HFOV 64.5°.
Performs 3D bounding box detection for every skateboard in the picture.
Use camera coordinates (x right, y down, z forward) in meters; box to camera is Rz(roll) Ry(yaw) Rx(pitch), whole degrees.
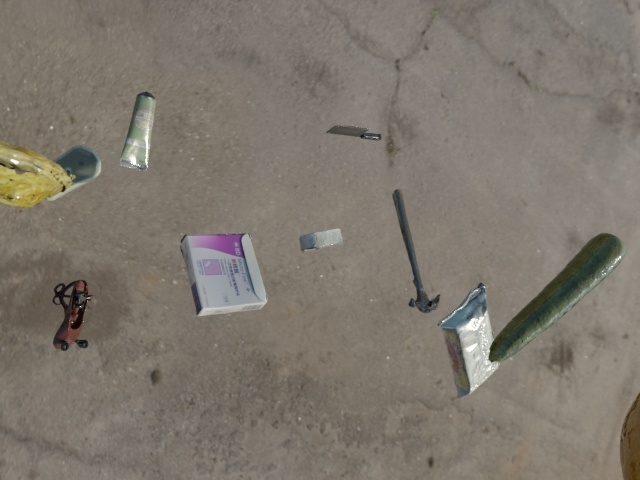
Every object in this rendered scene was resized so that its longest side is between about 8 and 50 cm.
[{"bbox_3d":[-0.532,0.156,1.075,0.067,0.080,0.151,27,71,-73],"label":"skateboard"}]

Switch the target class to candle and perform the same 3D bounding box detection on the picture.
[{"bbox_3d":[0.000,0.000,1.932,0.168,0.192,0.068,-11,89,-6],"label":"candle"}]

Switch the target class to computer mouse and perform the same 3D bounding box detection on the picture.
[{"bbox_3d":[-0.620,-0.160,1.233,0.181,0.056,0.089,-32,101,-7],"label":"computer mouse"}]

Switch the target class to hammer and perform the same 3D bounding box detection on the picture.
[{"bbox_3d":[0.197,0.017,1.112,0.125,0.027,0.297,19,52,-47],"label":"hammer"}]

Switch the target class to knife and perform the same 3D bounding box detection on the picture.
[{"bbox_3d":[0.137,-0.388,1.821,0.245,0.072,0.019,-2,78,-36],"label":"knife"}]

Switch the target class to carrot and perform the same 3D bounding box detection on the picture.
[{"bbox_3d":[0.468,0.120,1.013,0.358,0.074,0.074,-43,115,-4],"label":"carrot"}]

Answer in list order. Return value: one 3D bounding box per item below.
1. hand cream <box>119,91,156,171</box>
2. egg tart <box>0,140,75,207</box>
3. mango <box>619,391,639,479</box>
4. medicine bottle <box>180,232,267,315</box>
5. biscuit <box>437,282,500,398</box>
[{"bbox_3d":[-0.532,-0.328,1.505,0.086,0.055,0.235,11,89,-42],"label":"hand cream"},{"bbox_3d":[-0.542,-0.106,0.804,0.279,0.279,0.095,15,81,-31],"label":"egg tart"},{"bbox_3d":[0.345,0.202,0.418,0.295,0.177,0.120,-17,144,-57],"label":"mango"},{"bbox_3d":[-0.232,0.077,1.215,0.171,0.052,0.201,-1,58,-33],"label":"medicine bottle"},{"bbox_3d":[0.422,0.287,1.412,0.186,0.079,0.309,-34,118,-23],"label":"biscuit"}]
